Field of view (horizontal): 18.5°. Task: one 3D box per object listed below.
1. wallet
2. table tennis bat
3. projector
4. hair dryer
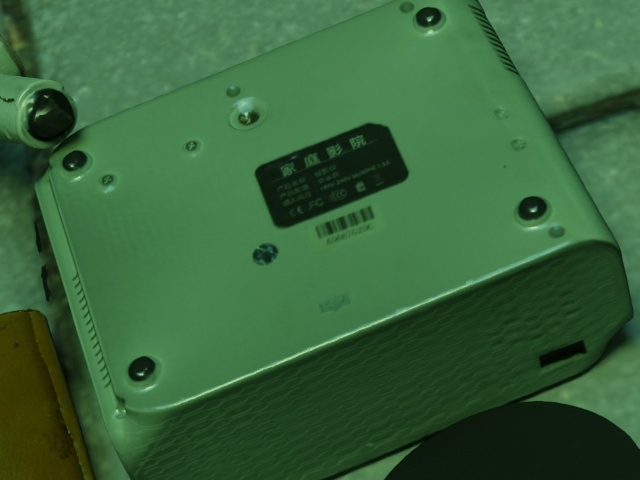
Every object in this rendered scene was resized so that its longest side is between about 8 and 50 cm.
[{"bbox_3d":[-0.211,0.128,0.985,0.195,0.042,0.161,-21,54,-2],"label":"wallet"},{"bbox_3d":[0.094,0.130,0.843,0.130,0.019,0.220,-32,26,-10],"label":"table tennis bat"},{"bbox_3d":[0.000,0.000,0.970,0.250,0.108,0.198,-23,49,0],"label":"projector"},{"bbox_3d":[-0.195,-0.064,1.065,0.131,0.073,0.236,-47,30,-18],"label":"hair dryer"}]
